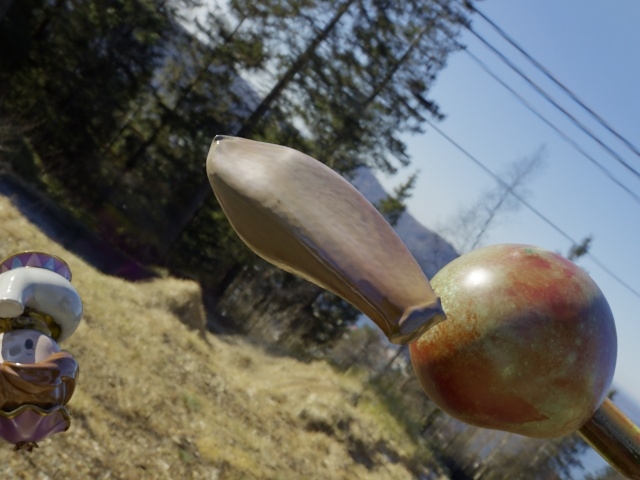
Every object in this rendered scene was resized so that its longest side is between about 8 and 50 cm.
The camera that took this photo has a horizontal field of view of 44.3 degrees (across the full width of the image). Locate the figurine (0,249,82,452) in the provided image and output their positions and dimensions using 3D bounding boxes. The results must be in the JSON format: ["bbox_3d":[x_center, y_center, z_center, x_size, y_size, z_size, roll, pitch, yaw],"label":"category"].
[{"bbox_3d":[-0.383,0.145,1.029,0.189,0.142,0.263,77,1,-50],"label":"figurine"}]

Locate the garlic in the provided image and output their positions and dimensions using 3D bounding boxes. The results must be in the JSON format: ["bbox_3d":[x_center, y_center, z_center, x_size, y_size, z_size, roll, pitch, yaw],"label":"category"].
[{"bbox_3d":[0.004,-0.003,0.860,0.318,0.112,0.143,37,30,22],"label":"garlic"}]

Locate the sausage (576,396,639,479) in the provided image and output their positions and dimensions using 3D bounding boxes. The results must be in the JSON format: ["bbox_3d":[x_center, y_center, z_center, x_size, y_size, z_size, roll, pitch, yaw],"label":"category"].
[{"bbox_3d":[0.372,0.228,1.159,0.371,0.082,0.082,46,8,20],"label":"sausage"}]

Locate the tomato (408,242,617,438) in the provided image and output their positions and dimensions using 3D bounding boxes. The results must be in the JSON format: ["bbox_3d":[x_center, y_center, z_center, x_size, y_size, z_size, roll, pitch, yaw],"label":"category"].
[{"bbox_3d":[0.253,0.117,1.025,0.270,0.223,0.270,11,20,-4],"label":"tomato"}]
